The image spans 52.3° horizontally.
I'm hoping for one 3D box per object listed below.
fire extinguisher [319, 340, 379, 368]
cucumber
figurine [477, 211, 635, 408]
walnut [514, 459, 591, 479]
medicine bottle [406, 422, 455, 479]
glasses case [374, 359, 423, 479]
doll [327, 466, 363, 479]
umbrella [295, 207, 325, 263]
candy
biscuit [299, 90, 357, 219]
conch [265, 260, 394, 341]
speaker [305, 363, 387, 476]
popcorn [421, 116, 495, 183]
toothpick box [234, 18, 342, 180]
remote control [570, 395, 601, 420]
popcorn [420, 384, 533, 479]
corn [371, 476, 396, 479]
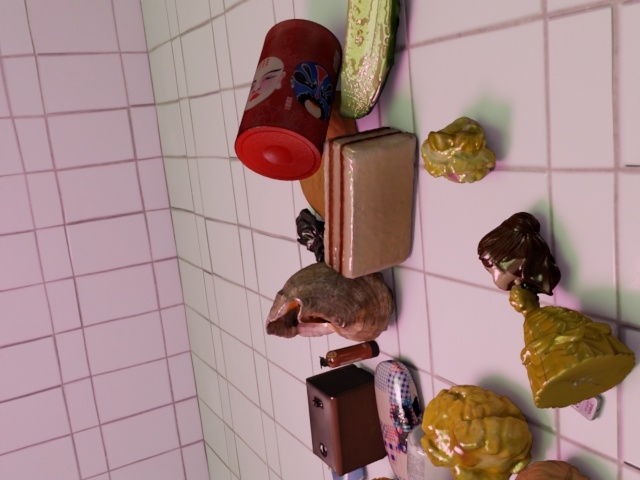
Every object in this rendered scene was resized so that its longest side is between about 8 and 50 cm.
[{"bbox_3d":[0.069,0.303,1.705,0.062,0.177,0.050,35,129,54],"label":"fire extinguisher"},{"bbox_3d":[0.110,-0.426,1.438,0.145,0.105,0.325,22,123,27],"label":"cucumber"},{"bbox_3d":[0.367,0.108,1.114,0.168,0.188,0.315,104,152,-46],"label":"figurine"},{"bbox_3d":[0.415,0.484,1.173,0.155,0.156,0.184,51,137,41],"label":"walnut"},{"bbox_3d":[0.262,0.514,1.478,0.135,0.135,0.168,25,122,57],"label":"medicine bottle"},{"bbox_3d":[0.202,0.459,1.626,0.125,0.076,0.327,-7,94,60],"label":"glasses case"},{"bbox_3d":[0.064,0.640,1.933,0.135,0.099,0.240,100,154,-78],"label":"doll"},{"bbox_3d":[0.000,0.000,1.801,0.110,0.122,0.272,-49,40,9],"label":"umbrella"},{"bbox_3d":[0.109,-0.087,1.480,0.135,0.180,0.320,31,127,55],"label":"candy"},{"bbox_3d":[0.009,-0.225,1.746,0.312,0.057,0.351,27,124,54],"label":"biscuit"},{"bbox_3d":[0.005,0.144,1.604,0.297,0.352,0.209,-25,57,27],"label":"conch"},{"bbox_3d":[0.072,0.478,1.752,0.153,0.193,0.230,18,117,58],"label":"speaker"},{"bbox_3d":[0.259,-0.165,1.237,0.145,0.126,0.126,-116,14,-64],"label":"popcorn"},{"bbox_3d":[-0.069,-0.332,1.543,0.204,0.204,0.333,132,152,-57],"label":"toothpick box"},{"bbox_3d":[0.445,0.267,1.165,0.124,0.018,0.053,41,134,49],"label":"remote control"},{"bbox_3d":[0.317,0.398,1.319,0.203,0.226,0.200,50,-155,-28],"label":"popcorn"},{"bbox_3d":[0.236,0.687,1.595,0.387,0.144,0.143,-176,77,-66],"label":"corn"}]
